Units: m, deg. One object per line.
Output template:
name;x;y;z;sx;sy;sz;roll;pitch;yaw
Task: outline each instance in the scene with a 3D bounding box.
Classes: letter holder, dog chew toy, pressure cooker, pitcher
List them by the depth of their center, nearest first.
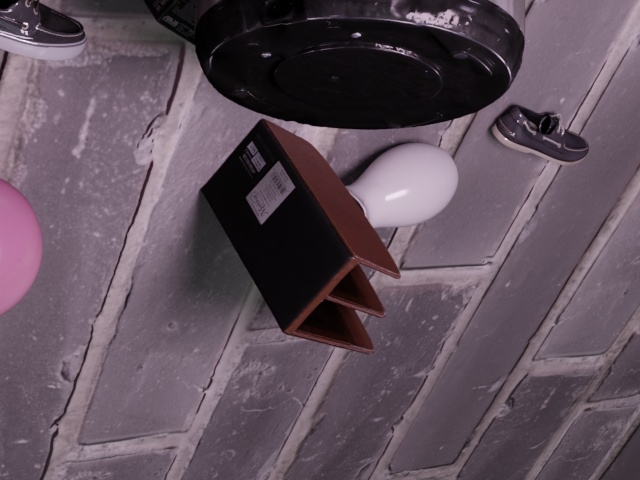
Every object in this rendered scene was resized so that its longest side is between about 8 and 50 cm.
pressure cooker;0.054;-0.367;1.463;0.375;0.421;0.369;-11;161;42
dog chew toy;-0.486;-0.043;1.629;0.206;0.207;0.332;-29;135;-3
letter holder;0.000;0.000;1.915;0.214;0.302;0.152;21;118;-46
pitcher;0.097;-0.075;2.058;0.207;0.177;0.126;-25;104;-30

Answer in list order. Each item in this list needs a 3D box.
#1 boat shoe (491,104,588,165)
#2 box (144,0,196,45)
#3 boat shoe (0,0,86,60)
boat shoe;0.377;-0.177;2.168;0.206;0.075;0.065;9;130;-35
box;-0.116;-0.314;1.675;0.147;0.078;0.180;-45;141;16
boat shoe;-0.372;-0.277;1.549;0.228;0.080;0.076;13;126;-33
